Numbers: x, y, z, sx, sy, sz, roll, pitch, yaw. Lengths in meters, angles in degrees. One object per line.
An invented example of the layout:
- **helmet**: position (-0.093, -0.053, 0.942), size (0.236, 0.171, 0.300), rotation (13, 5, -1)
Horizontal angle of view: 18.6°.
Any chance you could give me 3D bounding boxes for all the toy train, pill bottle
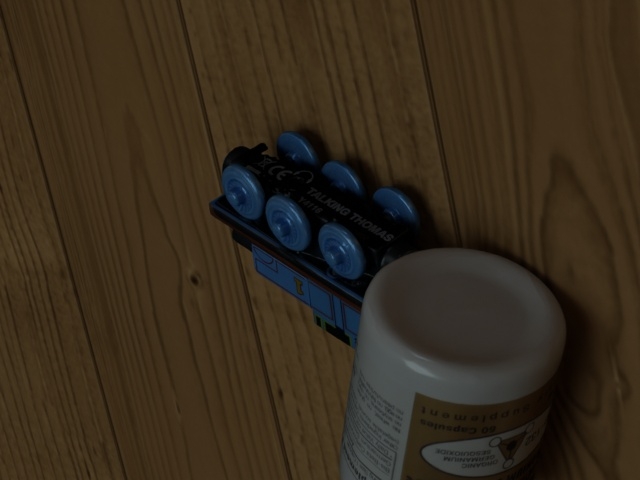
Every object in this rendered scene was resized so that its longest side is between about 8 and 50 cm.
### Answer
- **toy train**: position (0.000, 0.000, 1.355), size (0.184, 0.080, 0.105), rotation (31, 140, 36)
- **pill bottle**: position (0.080, 0.130, 1.291), size (0.131, 0.131, 0.229), rotation (37, 137, 31)
